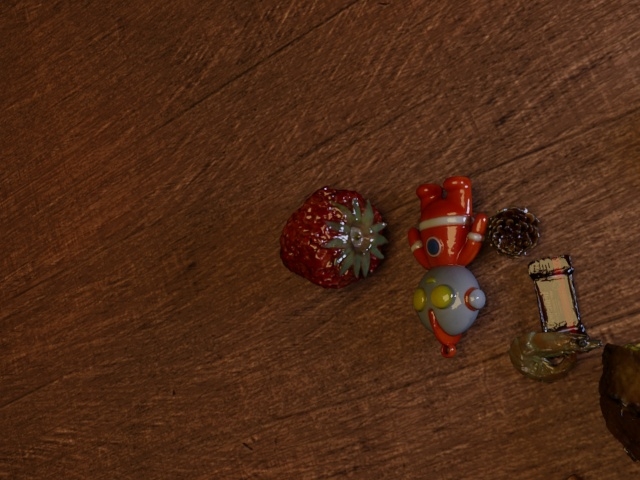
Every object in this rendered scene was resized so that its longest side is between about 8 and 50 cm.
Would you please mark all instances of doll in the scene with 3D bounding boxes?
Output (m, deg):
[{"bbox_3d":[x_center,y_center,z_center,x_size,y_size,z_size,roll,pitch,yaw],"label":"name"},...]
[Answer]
[{"bbox_3d":[0.233,0.052,1.553,0.199,0.105,0.337,-11,76,51],"label":"doll"}]

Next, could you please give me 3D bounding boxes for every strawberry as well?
[{"bbox_3d":[0.000,0.000,1.663,0.244,0.205,0.205,-3,81,49],"label":"strawberry"}]

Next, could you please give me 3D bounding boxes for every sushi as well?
[{"bbox_3d":[0.568,0.273,1.309,0.179,0.167,0.296,-28,35,-16],"label":"sushi"}]

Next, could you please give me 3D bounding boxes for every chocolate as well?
[{"bbox_3d":[0.428,0.118,1.482,0.086,0.028,0.183,-16,79,24],"label":"chocolate"}]

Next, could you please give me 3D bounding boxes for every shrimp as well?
[{"bbox_3d":[0.412,0.202,1.447,0.180,0.041,0.099,-21,93,43],"label":"shrimp"}]

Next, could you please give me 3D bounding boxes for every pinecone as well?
[{"bbox_3d":[0.347,-0.011,1.499,0.102,0.109,0.102,10,112,26],"label":"pinecone"}]

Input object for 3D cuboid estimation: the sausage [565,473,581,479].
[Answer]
[{"bbox_3d":[0.487,0.499,1.372,0.234,0.071,0.071,45,105,27],"label":"sausage"}]
